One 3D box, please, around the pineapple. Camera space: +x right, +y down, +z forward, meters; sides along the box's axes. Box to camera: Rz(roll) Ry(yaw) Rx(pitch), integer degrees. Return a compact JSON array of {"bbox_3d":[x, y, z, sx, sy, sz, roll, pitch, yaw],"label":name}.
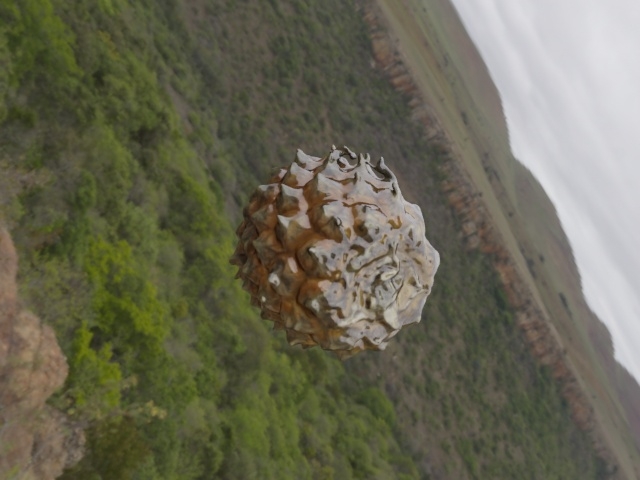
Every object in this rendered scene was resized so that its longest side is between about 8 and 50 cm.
[{"bbox_3d":[0.000,0.000,0.546,0.166,0.166,0.193,47,-8,-38],"label":"pineapple"}]
